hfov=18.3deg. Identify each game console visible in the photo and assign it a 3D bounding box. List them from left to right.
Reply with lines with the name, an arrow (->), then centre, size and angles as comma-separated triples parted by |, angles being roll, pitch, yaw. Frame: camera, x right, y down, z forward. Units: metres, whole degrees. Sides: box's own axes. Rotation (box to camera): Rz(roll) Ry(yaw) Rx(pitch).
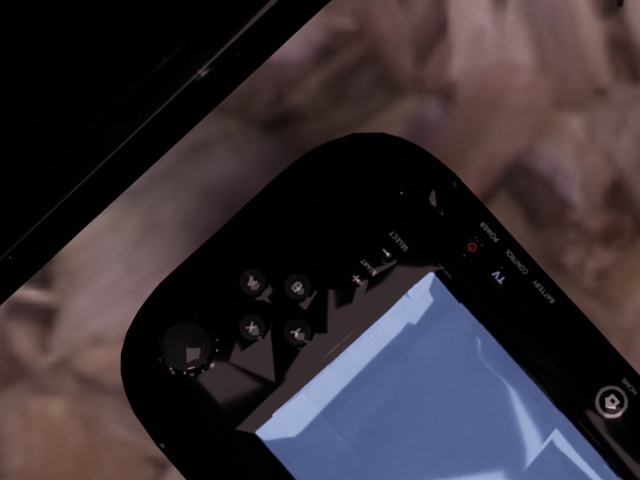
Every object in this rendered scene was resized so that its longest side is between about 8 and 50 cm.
game console -> 0.000, 0.000, 0.515 | 0.213, 0.044, 0.361 | -43, 86, 10
